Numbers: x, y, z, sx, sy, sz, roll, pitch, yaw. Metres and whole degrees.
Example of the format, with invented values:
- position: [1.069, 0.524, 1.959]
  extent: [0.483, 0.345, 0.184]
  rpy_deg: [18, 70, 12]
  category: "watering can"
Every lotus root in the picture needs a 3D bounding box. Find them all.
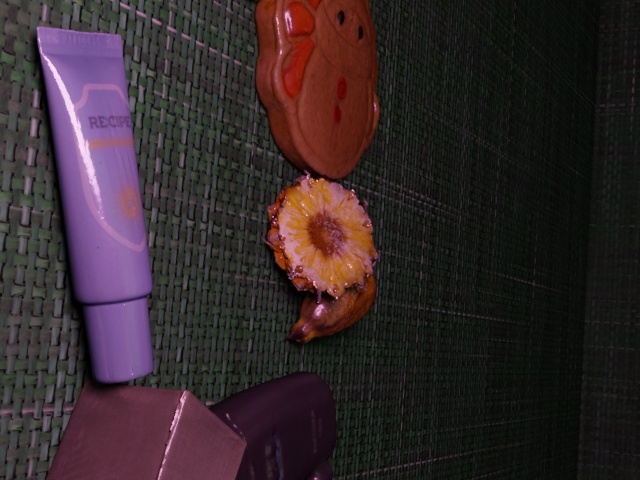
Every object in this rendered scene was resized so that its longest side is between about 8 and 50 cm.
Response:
- position: [0.020, 0.100, 1.601]
  extent: [0.191, 0.094, 0.108]
  rpy_deg: [-47, 114, -46]
  category: "lotus root"

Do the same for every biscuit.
- position: [0.008, -0.291, 1.594]
  extent: [0.359, 0.074, 0.381]
  rpy_deg: [25, 73, -62]
  category: "biscuit"

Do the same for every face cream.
- position: [-0.240, -0.038, 1.120]
  extent: [0.135, 0.086, 0.386]
  rpy_deg: [-14, 99, -61]
  category: "face cream"

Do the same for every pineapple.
- position: [0.000, 0.000, 1.534]
  extent: [0.221, 0.047, 0.221]
  rpy_deg: [16, 62, -34]
  category: "pineapple"

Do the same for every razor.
- position: [-0.089, 0.295, 1.385]
  extent: [0.327, 0.107, 0.189]
  rpy_deg: [-18, 106, -62]
  category: "razor"

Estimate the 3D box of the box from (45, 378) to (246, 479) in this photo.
- position: [-0.205, 0.294, 1.124]
  extent: [0.155, 0.148, 0.231]
  rpy_deg: [53, 47, -50]
  category: "box"
